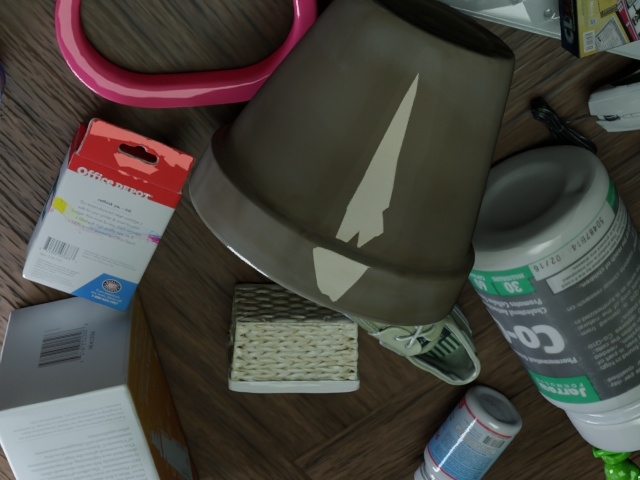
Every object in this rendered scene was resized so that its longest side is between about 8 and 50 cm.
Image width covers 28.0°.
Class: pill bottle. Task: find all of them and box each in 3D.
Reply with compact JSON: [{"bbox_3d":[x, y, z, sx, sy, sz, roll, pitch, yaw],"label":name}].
[{"bbox_3d":[0.320,0.078,1.563,0.204,0.204,0.361,-29,119,12],"label":"pill bottle"},{"bbox_3d":[0.197,0.281,1.744,0.087,0.087,0.160,25,116,-19],"label":"pill bottle"}]

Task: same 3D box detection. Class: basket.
[{"bbox_3d":[-0.034,0.120,1.613,0.167,0.113,0.103,1,117,-6],"label":"basket"}]

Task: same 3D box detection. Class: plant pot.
[{"bbox_3d":[0.059,-0.115,1.364,0.323,0.323,0.280,19,112,-16],"label":"plant pot"}]

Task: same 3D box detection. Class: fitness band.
[{"bbox_3d":[-0.147,-0.249,1.415,0.290,0.054,0.209,-4,124,-2],"label":"fitness band"}]

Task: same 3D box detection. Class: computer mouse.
[{"bbox_3d":[0.349,-0.153,1.486,0.193,0.042,0.106,-23,124,33],"label":"computer mouse"}]

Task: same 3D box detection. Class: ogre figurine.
[{"bbox_3d":[0.427,0.259,1.743,0.118,0.097,0.197,-18,117,14],"label":"ogre figurine"}]

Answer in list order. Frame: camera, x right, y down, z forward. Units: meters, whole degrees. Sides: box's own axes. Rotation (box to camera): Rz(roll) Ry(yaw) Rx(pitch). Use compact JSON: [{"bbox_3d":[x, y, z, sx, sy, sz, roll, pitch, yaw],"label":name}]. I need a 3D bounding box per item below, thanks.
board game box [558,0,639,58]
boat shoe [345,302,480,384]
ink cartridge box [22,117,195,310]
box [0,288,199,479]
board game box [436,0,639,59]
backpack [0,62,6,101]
[{"bbox_3d":[0.324,-0.327,1.329,0.165,0.042,0.243,-18,122,-12],"label":"board game box"},{"bbox_3d":[0.113,0.090,1.554,0.109,0.094,0.302,-43,141,13],"label":"boat shoe"},{"bbox_3d":[-0.249,-0.043,1.512,0.134,0.078,0.231,21,117,-17],"label":"ink cartridge box"},{"bbox_3d":[-0.272,0.267,1.618,0.168,0.215,0.345,-12,122,2],"label":"box"},{"bbox_3d":[0.336,-0.396,1.366,0.390,0.050,0.390,12,120,-12],"label":"board game box"},{"bbox_3d":[-0.408,-0.177,1.412,0.114,0.084,0.105,-23,121,15],"label":"backpack"}]
